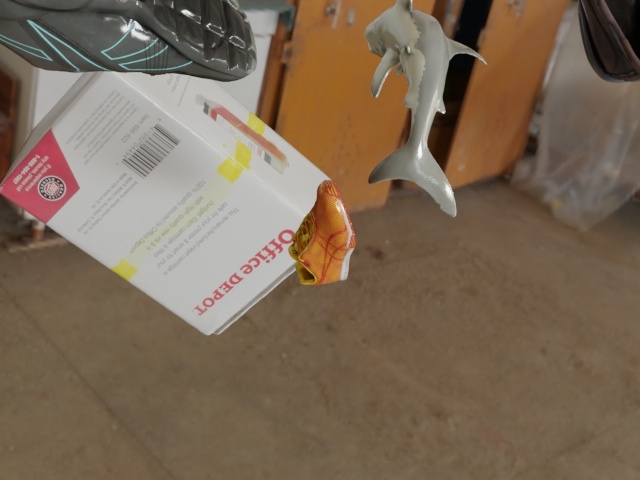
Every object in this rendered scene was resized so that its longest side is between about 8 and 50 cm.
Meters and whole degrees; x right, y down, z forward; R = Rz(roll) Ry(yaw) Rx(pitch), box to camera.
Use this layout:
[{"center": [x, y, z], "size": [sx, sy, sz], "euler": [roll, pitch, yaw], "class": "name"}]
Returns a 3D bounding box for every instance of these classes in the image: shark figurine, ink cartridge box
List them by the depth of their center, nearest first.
[{"center": [0.124, -0.177, 1.072], "size": [0.116, 0.166, 0.278], "euler": [11, 47, -19], "class": "shark figurine"}, {"center": [-0.211, -0.079, 1.449], "size": [0.384, 0.279, 0.160], "euler": [39, 30, -21], "class": "ink cartridge box"}]

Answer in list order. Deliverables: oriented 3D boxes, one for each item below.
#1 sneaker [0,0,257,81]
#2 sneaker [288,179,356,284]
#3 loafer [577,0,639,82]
[{"center": [-0.164, -0.176, 0.772], "size": [0.267, 0.106, 0.101], "euler": [15, 57, -45], "class": "sneaker"}, {"center": [0.000, 0.000, 1.101], "size": [0.067, 0.175, 0.064], "euler": [-11, 55, -11], "class": "sneaker"}, {"center": [0.311, -0.316, 1.082], "size": [0.109, 0.303, 0.095], "euler": [-21, 12, -2], "class": "loafer"}]
